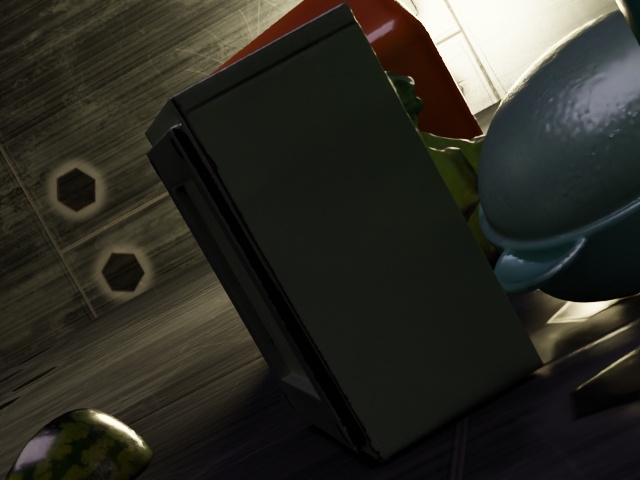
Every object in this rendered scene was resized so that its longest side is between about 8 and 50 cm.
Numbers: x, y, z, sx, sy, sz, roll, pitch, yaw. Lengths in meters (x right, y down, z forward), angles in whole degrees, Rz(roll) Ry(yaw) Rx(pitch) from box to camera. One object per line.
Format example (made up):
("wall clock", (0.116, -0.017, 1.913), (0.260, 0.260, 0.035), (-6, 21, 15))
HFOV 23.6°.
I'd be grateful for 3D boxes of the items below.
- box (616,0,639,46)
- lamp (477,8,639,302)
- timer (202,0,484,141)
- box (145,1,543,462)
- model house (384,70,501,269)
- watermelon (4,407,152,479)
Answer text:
("box", (0.300, -0.132, 0.692), (0.311, 0.205, 0.118), (-30, 3, -10))
("lamp", (0.196, -0.068, 0.950), (0.209, 0.147, 0.284), (-30, 3, 23))
("timer", (0.017, -0.079, 1.440), (0.250, 0.257, 0.161), (-33, 30, -1))
("box", (0.000, 0.000, 0.915), (0.117, 0.225, 0.225), (-30, 4, -8))
("model house", (0.074, -0.040, 1.278), (0.211, 0.170, 0.194), (9, -19, -32))
("watermelon", (-0.193, 0.169, 1.191), (0.087, 0.069, 0.163), (-25, 4, 32))
